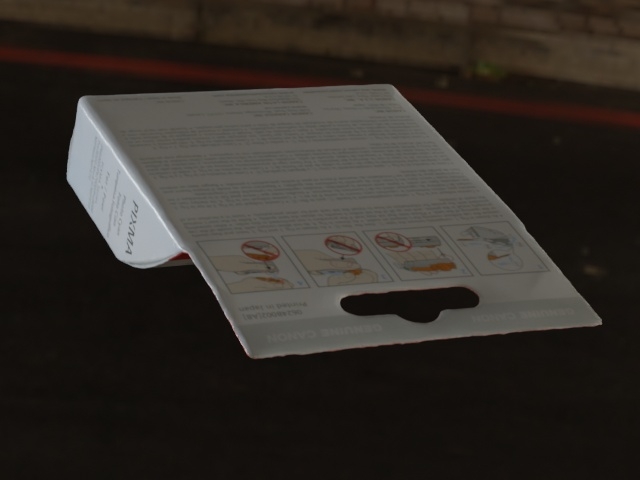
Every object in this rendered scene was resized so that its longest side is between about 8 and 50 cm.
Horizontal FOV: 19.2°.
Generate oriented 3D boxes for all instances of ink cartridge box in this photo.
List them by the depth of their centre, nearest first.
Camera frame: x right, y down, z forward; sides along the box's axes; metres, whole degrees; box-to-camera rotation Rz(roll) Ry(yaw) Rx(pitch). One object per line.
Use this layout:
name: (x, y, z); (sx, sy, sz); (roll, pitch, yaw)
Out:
ink cartridge box: (0.000, 0.000, 1.534); (0.308, 0.091, 0.385); (-4, 35, -27)
